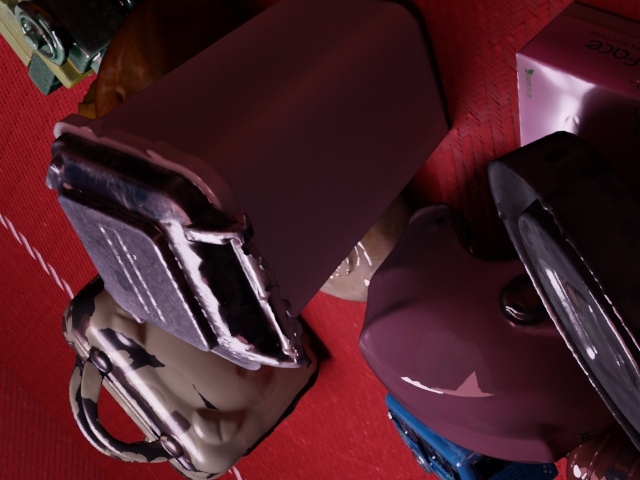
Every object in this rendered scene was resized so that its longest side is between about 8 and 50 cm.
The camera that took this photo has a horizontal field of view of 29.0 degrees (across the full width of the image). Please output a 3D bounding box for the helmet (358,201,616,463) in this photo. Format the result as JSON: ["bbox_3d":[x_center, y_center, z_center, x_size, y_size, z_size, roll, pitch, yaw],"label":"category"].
[{"bbox_3d":[0.181,0.124,1.290,0.338,0.197,0.271,37,172,26],"label":"helmet"}]

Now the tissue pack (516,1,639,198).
[{"bbox_3d":[0.260,-0.073,1.112,0.148,0.092,0.246,28,147,34],"label":"tissue pack"}]

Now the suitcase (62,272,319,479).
[{"bbox_3d":[-0.203,0.176,1.797,0.351,0.339,0.194,52,152,-8],"label":"suitcase"}]

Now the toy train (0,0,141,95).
[{"bbox_3d":[-0.384,-0.352,1.574,0.397,0.160,0.253,51,158,-5],"label":"toy train"}]

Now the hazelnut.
[{"bbox_3d":[-0.158,-0.164,1.429,0.217,0.217,0.251,14,114,45],"label":"hazelnut"}]

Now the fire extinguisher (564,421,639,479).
[{"bbox_3d":[0.365,0.262,1.384,0.344,0.102,0.138,28,150,31],"label":"fire extinguisher"}]

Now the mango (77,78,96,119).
[{"bbox_3d":[-0.242,-0.157,1.652,0.262,0.130,0.167,8,134,57],"label":"mango"}]

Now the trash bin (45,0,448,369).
[{"bbox_3d":[-0.043,-0.076,1.231,0.296,0.367,0.256,20,143,43],"label":"trash bin"}]

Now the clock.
[{"bbox_3d":[0.240,0.060,0.988,0.319,0.066,0.319,61,-179,-2],"label":"clock"}]

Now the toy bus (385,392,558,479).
[{"bbox_3d":[0.177,0.238,1.532,0.134,0.113,0.246,59,170,-24],"label":"toy bus"}]

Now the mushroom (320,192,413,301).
[{"bbox_3d":[0.012,0.002,1.451,0.206,0.209,0.206,20,164,6],"label":"mushroom"}]
